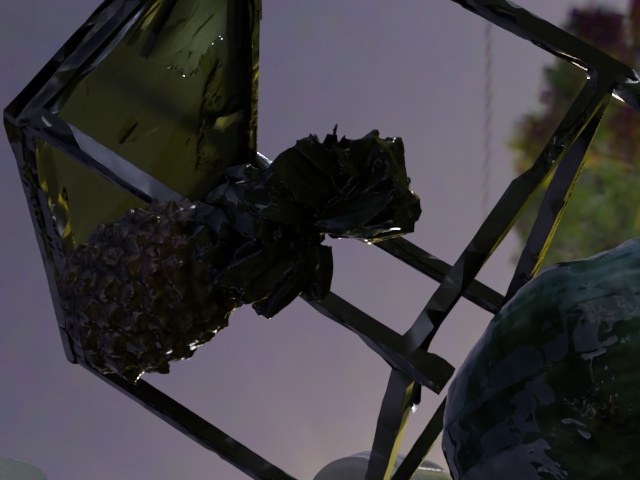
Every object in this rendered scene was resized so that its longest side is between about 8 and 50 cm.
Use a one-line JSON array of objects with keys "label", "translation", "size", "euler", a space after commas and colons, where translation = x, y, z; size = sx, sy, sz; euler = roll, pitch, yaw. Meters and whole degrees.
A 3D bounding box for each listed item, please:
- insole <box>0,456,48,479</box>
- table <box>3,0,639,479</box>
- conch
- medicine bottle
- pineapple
[{"label": "insole", "translation": [-0.384, 0.272, 1.678], "size": [0.004, 0.065, 0.197], "euler": [-46, -32, 22]}, {"label": "table", "translation": [0.000, 0.000, 0.911], "size": [0.222, 0.272, 0.335], "euler": [-53, -14, -23]}, {"label": "conch", "translation": [0.172, 0.140, 0.857], "size": [0.195, 0.220, 0.277], "euler": [5, -100, -30]}, {"label": "medicine bottle", "translation": [0.058, 0.238, 1.298], "size": [0.187, 0.103, 0.102], "euler": [30, -103, -68]}, {"label": "pineapple", "translation": [-0.033, 0.002, 0.605], "size": [0.074, 0.159, 0.074], "euler": [42, -145, -38]}]
